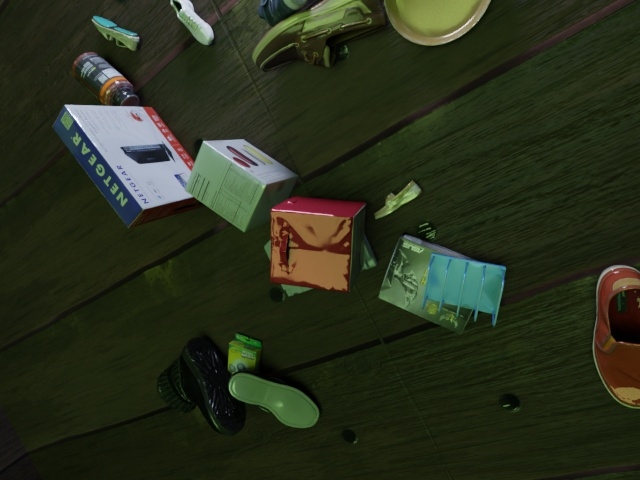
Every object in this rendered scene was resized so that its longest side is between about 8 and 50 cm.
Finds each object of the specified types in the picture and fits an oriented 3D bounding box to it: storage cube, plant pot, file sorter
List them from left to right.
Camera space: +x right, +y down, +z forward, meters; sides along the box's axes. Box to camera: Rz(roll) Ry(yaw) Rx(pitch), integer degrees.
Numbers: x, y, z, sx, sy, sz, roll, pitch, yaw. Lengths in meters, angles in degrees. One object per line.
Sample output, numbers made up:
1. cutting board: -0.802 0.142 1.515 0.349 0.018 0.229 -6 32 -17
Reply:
1. storage cube: 0.000 0.000 1.048 0.192 0.215 0.184 6 106 15
2. plant pot: 0.257 -0.552 0.938 0.236 0.032 0.237 7 108 21
3. file sorter: 0.325 0.113 0.989 0.170 0.104 0.118 11 108 19

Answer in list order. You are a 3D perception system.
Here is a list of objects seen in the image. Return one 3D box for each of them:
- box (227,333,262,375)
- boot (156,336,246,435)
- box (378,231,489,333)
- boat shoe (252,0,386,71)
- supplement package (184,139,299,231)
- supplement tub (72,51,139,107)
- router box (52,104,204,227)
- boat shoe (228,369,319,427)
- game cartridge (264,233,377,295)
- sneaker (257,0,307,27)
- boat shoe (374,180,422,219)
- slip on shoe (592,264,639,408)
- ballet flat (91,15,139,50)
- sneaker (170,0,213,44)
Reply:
1. box: -0.249 0.399 1.410 0.105 0.043 0.180 13 107 19
2. boot: -0.399 0.524 1.426 0.260 0.131 0.348 -50 60 27
3. box: 0.284 0.106 1.094 0.230 0.056 0.183 23 112 16
4. boat shoe: -0.006 -0.473 1.025 0.341 0.123 0.123 -19 95 20
5. supplement package: -0.206 -0.155 1.152 0.203 0.194 0.149 34 114 10
6. supplement tub: -0.643 -0.468 1.300 0.198 0.106 0.106 42 116 7
7. router box: -0.498 -0.218 1.199 0.082 0.301 0.336 -39 88 27
8. boat shoe: -0.144 0.488 1.355 0.302 0.091 0.114 32 81 -7
9. game cartridge: -0.009 0.026 1.199 0.294 0.060 0.196 -22 99 26
10. sneaker: -0.077 -0.618 1.030 0.163 0.086 0.227 -12 59 60
11. boat shoe: 0.189 -0.101 1.084 0.135 0.050 0.045 -33 87 17
12. slip on shoe: 0.670 0.222 0.939 0.122 0.101 0.332 -6 103 22
13. ballet flat: -0.613 -0.612 1.277 0.168 0.057 0.053 29 123 13
14. sneaker: -0.352 -0.594 1.168 0.053 0.061 0.152 -40 88 25
